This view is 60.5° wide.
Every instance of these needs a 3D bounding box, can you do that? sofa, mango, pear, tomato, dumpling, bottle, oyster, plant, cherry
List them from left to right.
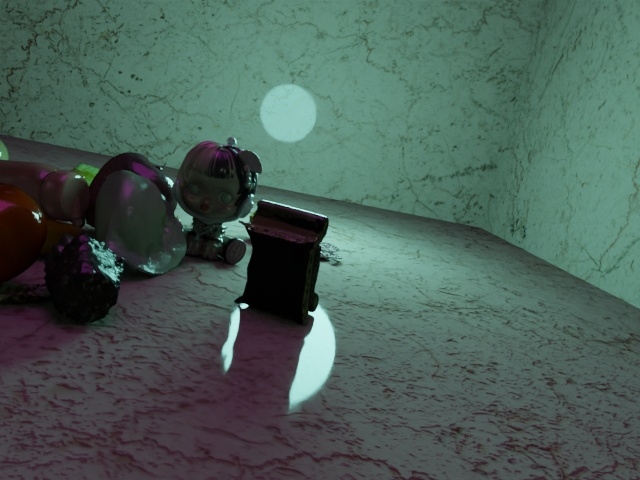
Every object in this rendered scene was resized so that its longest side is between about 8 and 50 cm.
[{"bbox_3d":[-0.663,0.001,1.057,0.259,0.180,0.260,-16,17,5],"label":"tomato"},{"bbox_3d":[-0.580,0.105,1.073,0.132,0.029,0.086,5,7,-16],"label":"oyster"},{"bbox_3d":[-0.800,-0.118,1.545,0.296,0.207,0.173,5,10,14],"label":"bottle"},{"bbox_3d":[-0.678,-0.011,1.374,0.130,0.092,0.194,18,8,33],"label":"mango"},{"bbox_3d":[-0.465,0.065,1.082,0.129,0.132,0.194,49,-1,-40],"label":"plant"},{"bbox_3d":[-0.748,-0.155,1.878,0.239,0.139,0.288,11,14,-15],"label":"pear"},{"bbox_3d":[-0.500,-0.052,1.451,0.211,0.321,0.270,-1,-23,15],"label":"dumpling"},{"bbox_3d":[-0.576,-0.132,1.678,0.261,0.221,0.307,38,65,21],"label":"cherry"},{"bbox_3d":[-0.079,0.047,1.315,0.199,0.259,0.182,15,25,19],"label":"sofa"}]

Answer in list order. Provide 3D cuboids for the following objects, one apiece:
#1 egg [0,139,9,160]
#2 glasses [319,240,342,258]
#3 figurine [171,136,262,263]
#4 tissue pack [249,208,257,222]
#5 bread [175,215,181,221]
[{"bbox_3d":[-1.263,-0.313,1.990,0.241,0.186,0.186,6,11,0],"label":"egg"},{"bbox_3d":[0.004,0.008,1.997,0.162,0.095,0.255,18,12,-12],"label":"glasses"},{"bbox_3d":[-0.329,-0.123,1.637,0.253,0.362,0.211,9,21,-17],"label":"figurine"},{"bbox_3d":[-0.171,-0.059,1.988,0.178,0.123,0.127,23,-24,40],"label":"tissue pack"},{"bbox_3d":[-0.547,-0.062,1.828,0.187,0.066,0.103,15,10,20],"label":"bread"}]
